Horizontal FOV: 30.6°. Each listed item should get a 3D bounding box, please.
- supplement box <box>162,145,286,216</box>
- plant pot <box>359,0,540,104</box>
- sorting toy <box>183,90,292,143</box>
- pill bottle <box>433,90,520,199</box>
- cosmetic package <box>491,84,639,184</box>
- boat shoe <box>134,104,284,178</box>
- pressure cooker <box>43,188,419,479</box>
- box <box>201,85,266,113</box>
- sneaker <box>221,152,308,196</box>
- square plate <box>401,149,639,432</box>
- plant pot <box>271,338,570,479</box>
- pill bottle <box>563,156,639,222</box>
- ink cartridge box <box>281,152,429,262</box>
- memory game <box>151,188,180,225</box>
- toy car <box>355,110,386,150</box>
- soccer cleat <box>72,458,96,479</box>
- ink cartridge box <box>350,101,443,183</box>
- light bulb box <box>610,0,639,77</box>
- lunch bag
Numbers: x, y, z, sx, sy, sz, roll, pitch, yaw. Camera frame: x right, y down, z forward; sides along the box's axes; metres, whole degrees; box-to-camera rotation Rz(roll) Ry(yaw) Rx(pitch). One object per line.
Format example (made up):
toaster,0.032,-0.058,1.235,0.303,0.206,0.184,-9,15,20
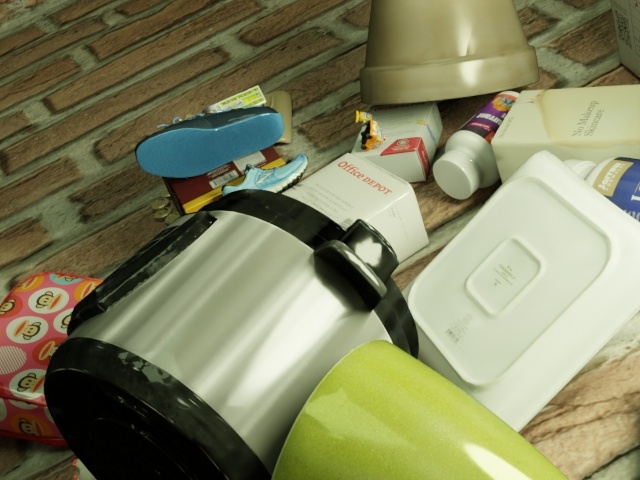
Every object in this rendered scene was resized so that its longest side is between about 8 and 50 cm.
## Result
supplement box,-0.160,-0.088,2.061,0.191,0.129,0.194,-26,36,-8
plant pot,0.214,-0.402,2.085,0.323,0.280,0.323,-8,10,1
sorting toy,-0.167,-0.195,2.328,0.229,0.041,0.307,-12,33,7
pill bottle,0.275,-0.154,1.936,0.108,0.108,0.193,15,48,44
cosmetic package,0.437,-0.150,1.776,0.309,0.113,0.160,1,39,31
boat shoe,-0.191,-0.169,2.006,0.258,0.109,0.089,-10,27,-14
pressure cooker,-0.086,0.146,1.465,0.369,0.376,0.420,18,50,34
box,-0.169,-0.216,2.169,0.114,0.036,0.207,-26,-8,-14
sneaker,-0.092,-0.103,1.924,0.162,0.073,0.063,-32,-5,-14
square plate,0.257,0.060,1.557,0.344,0.049,0.347,-46,34,6
plant pot,0.138,0.289,1.256,0.293,0.275,0.275,23,51,28
pill bottle,0.448,-0.034,1.615,0.264,0.153,0.153,14,46,43
ink cartridge box,0.000,0.000,1.859,0.283,0.117,0.207,-32,33,-16
memory game,-0.234,-0.087,2.225,0.186,0.012,0.186,-15,32,10
toy car,0.090,-0.203,2.032,0.040,0.060,0.122,9,40,-11
soccer cleat,-0.292,0.283,1.671,0.076,0.068,0.196,7,34,4
ink cartridge box,0.138,-0.175,2.079,0.127,0.072,0.175,-6,35,23
light bulb box,0.630,-0.421,1.887,0.225,0.361,0.358,-21,32,-2
lunch bag,-0.399,0.178,1.814,0.258,0.120,0.293,6,39,19
